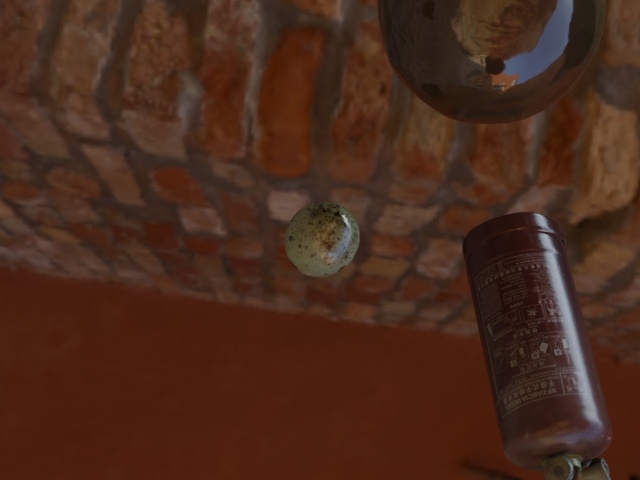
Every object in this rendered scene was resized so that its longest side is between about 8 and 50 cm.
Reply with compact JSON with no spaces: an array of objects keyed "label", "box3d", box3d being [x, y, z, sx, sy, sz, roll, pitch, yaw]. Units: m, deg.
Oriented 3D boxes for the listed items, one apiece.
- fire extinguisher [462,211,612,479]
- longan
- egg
[{"label":"fire extinguisher","box3d":[0.185,0.113,0.969,0.104,0.105,0.268,81,1,-59]},{"label":"longan","box3d":[0.184,-0.253,1.211,0.258,0.258,0.258,9,90,-80]},{"label":"egg","box3d":[0.000,0.000,1.307,0.110,0.085,0.085,133,-28,-64]}]
